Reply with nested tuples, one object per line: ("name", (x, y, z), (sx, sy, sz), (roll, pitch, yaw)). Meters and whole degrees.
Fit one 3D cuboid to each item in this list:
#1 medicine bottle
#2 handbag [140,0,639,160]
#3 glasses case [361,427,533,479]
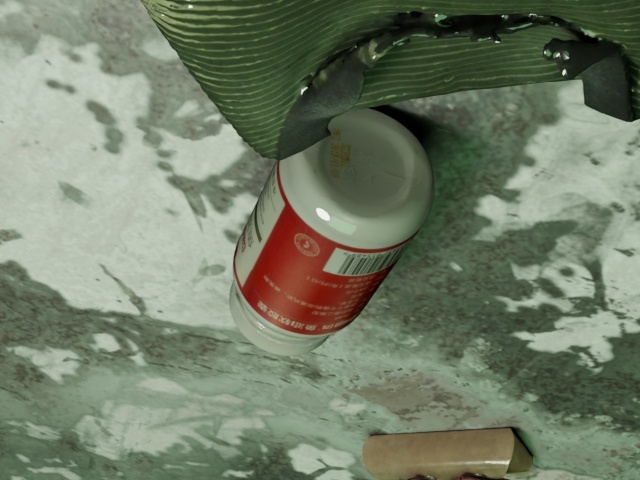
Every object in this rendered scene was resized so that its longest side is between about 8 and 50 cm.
("medicine bottle", (0.000, 0.000, 1.082), (0.131, 0.131, 0.250), (19, 145, -9))
("handbag", (0.056, -0.188, 0.693), (0.341, 0.247, 0.240), (-5, 143, 15))
("glasses case", (0.154, 0.280, 1.484), (0.194, 0.070, 0.102), (-8, 142, 28))
